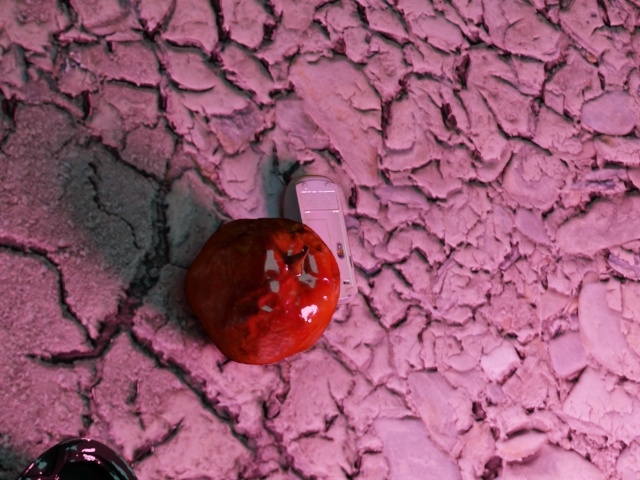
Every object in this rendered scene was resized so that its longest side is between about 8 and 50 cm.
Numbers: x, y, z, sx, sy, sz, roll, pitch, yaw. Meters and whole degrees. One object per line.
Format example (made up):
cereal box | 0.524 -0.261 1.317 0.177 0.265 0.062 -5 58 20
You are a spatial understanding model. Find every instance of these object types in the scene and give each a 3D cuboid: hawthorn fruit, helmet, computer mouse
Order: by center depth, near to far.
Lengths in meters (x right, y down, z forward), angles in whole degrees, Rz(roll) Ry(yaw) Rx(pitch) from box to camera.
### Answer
helmet | -0.310 0.328 1.684 0.177 0.107 0.153 -44 101 -15
hawthorn fruit | -0.059 0.053 1.846 0.207 0.243 0.207 11 66 -25
computer mouse | -0.001 0.001 2.017 0.102 0.045 0.199 -3 74 -32
